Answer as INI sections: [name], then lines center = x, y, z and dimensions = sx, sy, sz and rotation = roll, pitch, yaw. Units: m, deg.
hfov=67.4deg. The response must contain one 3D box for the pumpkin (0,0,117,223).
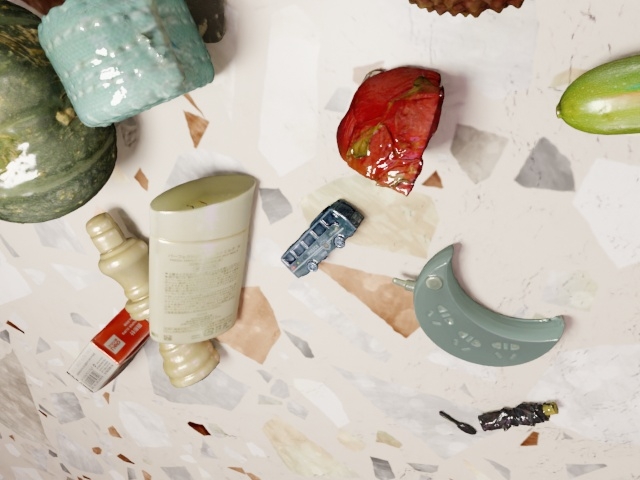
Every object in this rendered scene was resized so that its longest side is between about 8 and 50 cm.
[pumpkin]
center = -0.475, -0.195, 0.733
dimensions = 0.291, 0.257, 0.327
rotation = 28, 149, 34

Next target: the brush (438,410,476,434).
[brush]
center = 0.267, 0.357, 0.937
dimensions = 0.083, 0.008, 0.024
rotation = 32, 132, 1

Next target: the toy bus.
[toy bus]
center = 0.000, 0.000, 0.796
dimensions = 0.065, 0.047, 0.166
rotation = 44, 128, -3

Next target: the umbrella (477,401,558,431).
[umbrella]
center = 0.351, 0.314, 0.854
dimensions = 0.144, 0.037, 0.040
rotation = -31, 107, 37

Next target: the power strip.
[power strip]
center = 0.234, 0.113, 0.763
dimensions = 0.253, 0.054, 0.167
rotation = 32, 128, 1

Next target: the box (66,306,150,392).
[box]
center = -0.490, 0.260, 1.130
dimensions = 0.099, 0.133, 0.182
rotation = 43, 126, -6

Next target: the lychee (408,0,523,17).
[lychee]
center = 0.134, -0.320, 0.389
dimensions = 0.271, 0.271, 0.271
rotation = 11, 125, 17

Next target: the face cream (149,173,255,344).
[face cream]
center = -0.218, 0.042, 0.860
dimensions = 0.081, 0.174, 0.348
rotation = 54, 142, 42

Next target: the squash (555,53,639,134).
[squash]
center = 0.354, -0.157, 0.509
dimensions = 0.188, 0.095, 0.095
rotation = 1, 121, 24

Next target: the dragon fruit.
[dragon fruit]
center = 0.080, -0.143, 0.603
dimensions = 0.127, 0.161, 0.120
rotation = 10, 127, 5

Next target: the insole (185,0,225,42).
[insole]
center = -0.161, -0.391, 0.631
dimensions = 0.081, 0.011, 0.247
rotation = 14, 127, 18

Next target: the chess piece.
[chess piece]
center = -0.350, 0.119, 0.992
dimensions = 0.117, 0.117, 0.397
rotation = -12, 113, 30

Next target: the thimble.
[thimble]
center = -0.249, -0.247, 0.639
dimensions = 0.235, 0.198, 0.143
rotation = 17, 134, 57
